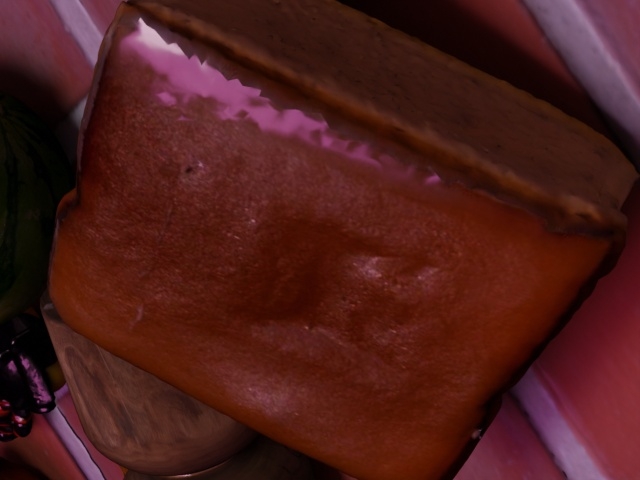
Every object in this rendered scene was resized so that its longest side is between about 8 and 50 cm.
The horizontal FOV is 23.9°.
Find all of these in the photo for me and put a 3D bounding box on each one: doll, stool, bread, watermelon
[{"bbox_3d":[-0.320,0.132,1.576,0.127,0.088,0.248,31,149,-1],"label":"doll"},{"bbox_3d":[-0.113,0.141,1.277,0.179,0.179,0.264,8,121,44],"label":"stool"},{"bbox_3d":[0.000,0.000,1.011,0.333,0.143,0.323,25,137,2],"label":"bread"},{"bbox_3d":[-0.337,-0.031,1.350,0.242,0.242,0.242,26,132,33],"label":"watermelon"}]

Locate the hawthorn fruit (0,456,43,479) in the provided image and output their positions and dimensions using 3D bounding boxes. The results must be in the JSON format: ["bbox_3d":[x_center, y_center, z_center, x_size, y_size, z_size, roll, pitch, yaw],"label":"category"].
[{"bbox_3d":[-0.362,0.385,1.670,0.299,0.211,0.211,60,145,26],"label":"hawthorn fruit"}]

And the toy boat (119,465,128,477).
[{"bbox_3d":[-0.134,0.230,1.450,0.229,0.089,0.088,60,179,-1],"label":"toy boat"}]

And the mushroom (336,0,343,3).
[{"bbox_3d":[-0.056,-0.168,1.059,0.188,0.141,0.117,-45,43,47],"label":"mushroom"}]
